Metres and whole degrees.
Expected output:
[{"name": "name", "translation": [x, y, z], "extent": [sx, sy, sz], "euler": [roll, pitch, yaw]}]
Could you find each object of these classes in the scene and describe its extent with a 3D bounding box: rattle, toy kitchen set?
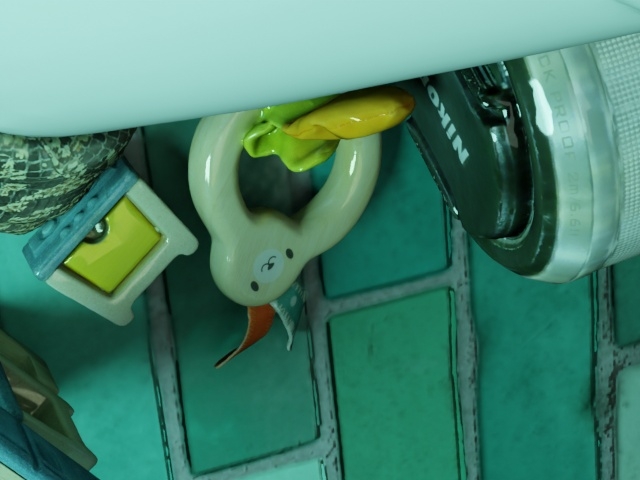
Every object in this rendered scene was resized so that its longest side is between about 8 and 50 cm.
[{"name": "rattle", "translation": [0.000, 0.000, 1.012], "extent": [0.130, 0.143, 0.199], "euler": [-1, 107, -52]}, {"name": "toy kitchen set", "translation": [-0.136, 0.048, 0.936], "extent": [0.166, 0.207, 0.122], "euler": [-47, 122, 3]}]

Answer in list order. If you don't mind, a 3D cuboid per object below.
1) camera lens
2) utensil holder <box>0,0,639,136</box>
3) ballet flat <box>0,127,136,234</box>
[{"name": "camera lens", "translation": [0.190, -0.113, 0.988], "extent": [0.274, 0.219, 0.219], "euler": [-20, 119, -13]}, {"name": "utensil holder", "translation": [-0.007, -0.218, 0.709], "extent": [0.328, 0.385, 0.327], "euler": [8, 79, -47]}, {"name": "ballet flat", "translation": [-0.326, -0.078, 0.846], "extent": [0.483, 0.164, 0.182], "euler": [12, 136, -29]}]
